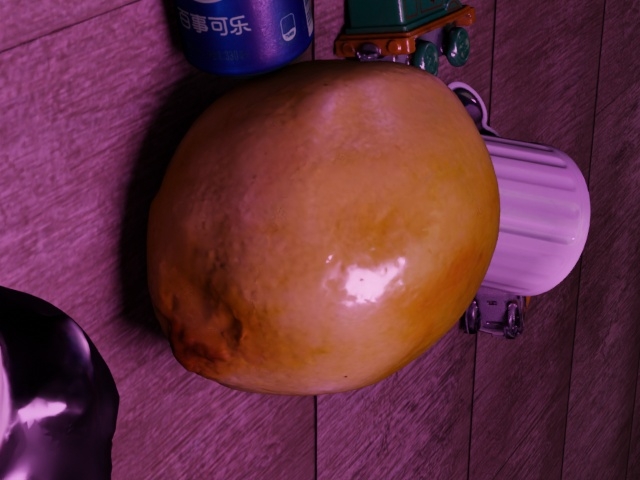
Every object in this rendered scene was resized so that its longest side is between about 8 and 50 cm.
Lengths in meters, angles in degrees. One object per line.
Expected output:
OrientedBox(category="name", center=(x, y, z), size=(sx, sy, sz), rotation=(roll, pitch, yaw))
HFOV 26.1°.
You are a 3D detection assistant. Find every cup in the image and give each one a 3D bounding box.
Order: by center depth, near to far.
OrientedBox(category="cup", center=(0.143, -0.050, 1.458), size=(0.202, 0.221, 0.167), rotation=(9, 122, -39))

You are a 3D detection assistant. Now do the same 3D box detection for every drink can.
OrientedBox(category="drink can", center=(-0.073, -0.242, 1.139), size=(0.118, 0.118, 0.205), rotation=(-51, 143, -42))

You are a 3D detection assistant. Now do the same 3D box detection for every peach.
OrientedBox(category="peach", center=(0.005, -0.007, 1.219), size=(0.315, 0.281, 0.314), rotation=(-15, 122, -48))

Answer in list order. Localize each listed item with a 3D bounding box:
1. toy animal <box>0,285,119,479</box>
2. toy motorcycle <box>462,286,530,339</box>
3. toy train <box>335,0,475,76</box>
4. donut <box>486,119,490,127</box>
OrientedBox(category="toy animal", center=(-0.261, 0.100, 0.838), size=(0.266, 0.212, 0.213), rotation=(32, 73, -59))
OrientedBox(category="toy motorcycle", center=(0.248, 0.034, 1.943), size=(0.263, 0.090, 0.157), rotation=(75, 29, -47))
OrientedBox(category="toy train", center=(0.094, -0.246, 1.504), size=(0.227, 0.091, 0.136), rotation=(-35, 122, -54))
OrientedBox(category="donut", center=(0.129, -0.065, 1.625), size=(0.253, 0.118, 0.254), rotation=(-30, 125, -54))
